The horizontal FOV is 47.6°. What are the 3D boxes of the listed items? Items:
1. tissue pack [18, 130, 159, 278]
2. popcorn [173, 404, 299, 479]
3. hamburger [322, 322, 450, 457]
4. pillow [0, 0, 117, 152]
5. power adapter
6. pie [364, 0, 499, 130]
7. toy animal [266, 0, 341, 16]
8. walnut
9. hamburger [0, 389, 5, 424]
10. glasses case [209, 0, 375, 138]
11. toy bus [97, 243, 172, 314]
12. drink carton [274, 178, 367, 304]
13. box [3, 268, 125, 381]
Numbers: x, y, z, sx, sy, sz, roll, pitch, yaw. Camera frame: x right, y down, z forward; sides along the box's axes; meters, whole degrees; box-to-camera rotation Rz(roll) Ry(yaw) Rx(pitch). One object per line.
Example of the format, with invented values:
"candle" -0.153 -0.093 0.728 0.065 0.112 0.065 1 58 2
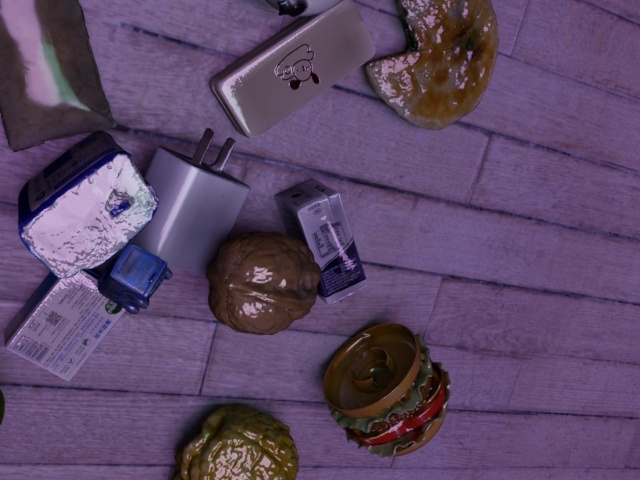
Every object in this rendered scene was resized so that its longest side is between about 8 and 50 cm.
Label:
"tissue pack" -0.386 -0.065 1.199 0.209 0.269 0.137 -42 116 -9
"popcorn" -0.189 0.465 1.538 0.286 0.174 0.225 -12 97 -10
"hamburger" 0.155 0.341 1.592 0.274 0.274 0.212 -40 117 -8
"pillow" -0.461 -0.311 1.193 0.185 0.075 0.302 -18 115 -20
"power adapter" -0.235 -0.080 1.326 0.187 0.124 0.255 16 101 -56
"pie" 0.246 -0.391 1.494 0.337 0.075 0.338 -8 110 -23
"toy animal" 0.019 -0.512 1.257 0.310 0.251 0.251 -30 117 -8
"walnut" -0.105 0.079 1.342 0.245 0.198 0.198 2 109 -59
"hamburger" -0.736 0.283 1.151 0.395 0.277 0.396 -10 112 -25
"glasses case" -0.050 -0.330 1.380 0.313 0.070 0.131 -36 119 -10
"toy bus" -0.319 0.065 1.233 0.094 0.236 0.079 40 68 -12
"drink carton" -0.001 -0.001 1.479 0.101 0.134 0.222 -25 116 -13
"box" -0.468 0.142 1.345 0.139 0.073 0.194 39 88 -31
